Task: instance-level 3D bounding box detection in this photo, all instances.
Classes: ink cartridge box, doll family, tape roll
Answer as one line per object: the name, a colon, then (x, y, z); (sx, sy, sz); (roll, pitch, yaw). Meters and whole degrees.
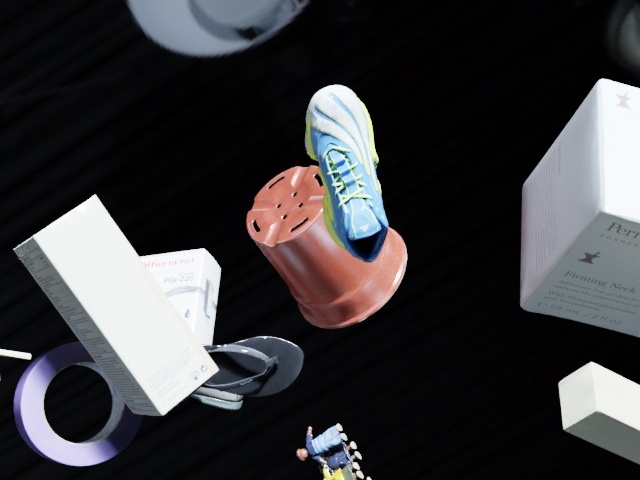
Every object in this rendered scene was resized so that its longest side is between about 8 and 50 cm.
ink cartridge box: (-0.292, 0.135, 2.035); (0.092, 0.159, 0.218); (61, 27, -52)
doll family: (0.026, 0.472, 2.135); (0.076, 0.111, 0.193); (30, 31, -55)
tape roll: (-0.374, 0.253, 1.604); (0.189, 0.189, 0.080); (59, -27, -4)

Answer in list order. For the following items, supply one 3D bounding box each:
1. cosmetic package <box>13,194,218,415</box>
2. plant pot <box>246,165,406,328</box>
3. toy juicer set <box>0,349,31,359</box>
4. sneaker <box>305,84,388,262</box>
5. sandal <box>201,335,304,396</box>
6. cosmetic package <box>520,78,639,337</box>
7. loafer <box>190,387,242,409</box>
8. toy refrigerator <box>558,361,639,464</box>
cosmetic package: (-0.298, 0.100, 1.502); (0.309, 0.113, 0.160); (57, -26, -9)
plant pot: (0.000, 0.000, 2.155); (0.265, 0.272, 0.272); (49, 9, -40)
toy juicer set: (-0.761, 0.164, 2.059); (0.209, 0.329, 0.089); (29, 75, -73)
sneaker: (0.047, -0.076, 1.323); (0.126, 0.091, 0.240); (-122, -165, -53)
sandal: (-0.151, 0.202, 1.647); (0.054, 0.255, 0.097); (169, -79, -81)
cosmetic package: (0.624, -0.051, 2.075); (0.393, 0.329, 0.327); (114, -13, -56)
loafer: (-0.289, 0.291, 2.236); (0.268, 0.084, 0.096); (17, 9, -10)
toy refrigerator: (0.552, 0.324, 1.839); (0.269, 0.094, 0.102); (25, 45, -22)
